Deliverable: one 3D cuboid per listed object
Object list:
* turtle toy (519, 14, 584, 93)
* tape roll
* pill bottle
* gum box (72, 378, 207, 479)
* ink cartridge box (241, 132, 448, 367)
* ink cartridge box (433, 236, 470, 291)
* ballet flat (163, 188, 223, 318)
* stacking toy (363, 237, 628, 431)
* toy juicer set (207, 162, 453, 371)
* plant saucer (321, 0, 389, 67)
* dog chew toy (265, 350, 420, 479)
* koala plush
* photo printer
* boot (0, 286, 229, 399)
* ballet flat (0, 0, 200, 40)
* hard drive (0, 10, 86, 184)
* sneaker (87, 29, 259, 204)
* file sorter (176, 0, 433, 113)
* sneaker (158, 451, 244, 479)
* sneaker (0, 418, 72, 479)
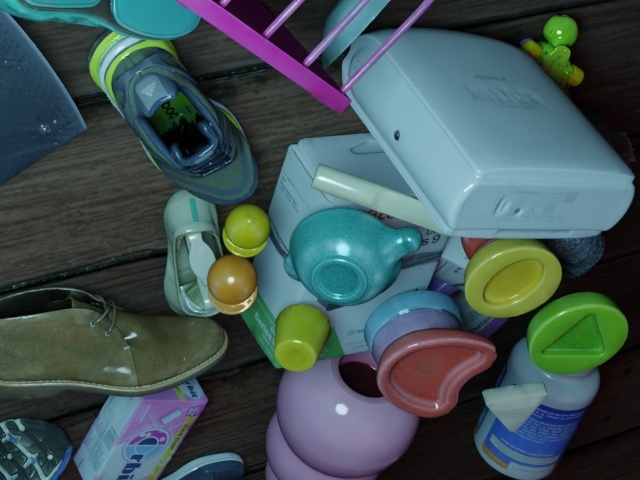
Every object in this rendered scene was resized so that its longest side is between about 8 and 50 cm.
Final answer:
[{"bbox_3d":[0.281,-0.225,1.861,0.095,0.066,0.130,27,113,-24],"label":"turtle toy"},{"bbox_3d":[0.191,0.076,2.118,0.189,0.080,0.189,-20,141,-17],"label":"tape roll"},{"bbox_3d":[0.358,0.246,2.371,0.152,0.152,0.272,-8,137,-31],"label":"pill bottle"},{"bbox_3d":[-0.248,0.261,2.003,0.107,0.062,0.188,7,127,-41],"label":"gum box"},{"bbox_3d":[0.038,0.010,1.891,0.211,0.121,0.289,-9,136,-29],"label":"ink cartridge box"},{"bbox_3d":[0.200,0.026,1.971,0.060,0.180,0.104,-65,-177,-16],"label":"ink cartridge box"},{"bbox_3d":[-0.150,0.041,1.818,0.086,0.086,0.248,-23,142,-14],"label":"ballet flat"},{"bbox_3d":[0.224,0.096,1.905,0.279,0.130,0.309,25,124,-33],"label":"stacking toy"},{"bbox_3d":[0.000,0.000,1.711,0.209,0.089,0.329,36,125,-15],"label":"toy juicer set"},{"bbox_3d":[0.056,-0.271,1.597,0.037,0.195,0.195,42,98,-7],"label":"plant saucer"},{"bbox_3d":[0.014,0.283,2.127,0.207,0.206,0.332,-9,145,-30],"label":"dog chew toy"},{"bbox_3d":[0.322,-0.081,1.972,0.196,0.203,0.221,34,79,-29],"label":"koala plush"},{"bbox_3d":[0.181,-0.134,1.684,0.256,0.307,0.107,1,130,-33],"label":"photo printer"},{"bbox_3d":[-0.258,0.116,1.777,0.305,0.112,0.115,-5,124,-15],"label":"boot"},{"bbox_3d":[-0.226,-0.246,1.436,0.247,0.087,0.083,1,102,-50],"label":"ballet flat"},{"bbox_3d":[-0.359,-0.155,1.464,0.172,0.054,0.254,-33,143,-1],"label":"hard drive"},{"bbox_3d":[-0.147,-0.111,1.617,0.111,0.121,0.300,-37,143,4],"label":"sneaker"},{"bbox_3d":[-0.050,-0.297,1.424,0.182,0.202,0.291,-47,142,11],"label":"file sorter"},{"bbox_3d":[-0.188,0.411,2.135,0.226,0.163,0.086,-23,140,-17],"label":"sneaker"},{"bbox_3d":[-0.441,0.351,1.931,0.330,0.129,0.147,-42,157,15],"label":"sneaker"}]
